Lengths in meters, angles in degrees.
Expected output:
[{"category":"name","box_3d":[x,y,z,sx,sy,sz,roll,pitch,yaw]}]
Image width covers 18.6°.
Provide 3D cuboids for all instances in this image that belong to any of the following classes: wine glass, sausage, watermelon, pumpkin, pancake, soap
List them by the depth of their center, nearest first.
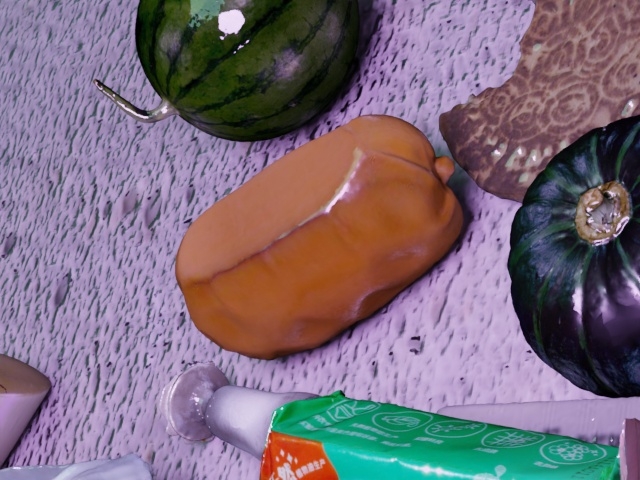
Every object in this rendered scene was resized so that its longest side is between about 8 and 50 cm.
[{"category":"soap","box_3d":[0.089,0.188,1.184,0.273,0.098,0.218,7,103,42]},{"category":"pumpkin","box_3d":[0.211,0.008,1.267,0.202,0.140,0.202,-22,52,32]},{"category":"pancake","box_3d":[0.202,-0.161,1.473,0.286,0.033,0.288,-36,43,26]},{"category":"sausage","box_3d":[0.000,-0.001,1.494,0.241,0.136,0.120,-36,40,26]},{"category":"wine glass","box_3d":[-0.053,0.141,1.512,0.155,0.072,0.072,12,74,50]},{"category":"watermelon","box_3d":[-0.068,-0.167,1.630,0.215,0.188,0.188,-49,38,-9]}]

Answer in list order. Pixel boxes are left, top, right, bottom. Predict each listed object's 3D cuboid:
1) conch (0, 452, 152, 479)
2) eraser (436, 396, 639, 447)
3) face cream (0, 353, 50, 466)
[{"category":"conch","box_3d":[-0.267,0.291,1.514,0.319,0.215,0.303,-14,10,-4]},{"category":"eraser","box_3d":[0.179,0.163,1.248,0.352,0.077,0.111,-8,61,44]},{"category":"face cream","box_3d":[-0.375,0.245,1.700,0.081,0.173,0.348,31,90,29]}]
